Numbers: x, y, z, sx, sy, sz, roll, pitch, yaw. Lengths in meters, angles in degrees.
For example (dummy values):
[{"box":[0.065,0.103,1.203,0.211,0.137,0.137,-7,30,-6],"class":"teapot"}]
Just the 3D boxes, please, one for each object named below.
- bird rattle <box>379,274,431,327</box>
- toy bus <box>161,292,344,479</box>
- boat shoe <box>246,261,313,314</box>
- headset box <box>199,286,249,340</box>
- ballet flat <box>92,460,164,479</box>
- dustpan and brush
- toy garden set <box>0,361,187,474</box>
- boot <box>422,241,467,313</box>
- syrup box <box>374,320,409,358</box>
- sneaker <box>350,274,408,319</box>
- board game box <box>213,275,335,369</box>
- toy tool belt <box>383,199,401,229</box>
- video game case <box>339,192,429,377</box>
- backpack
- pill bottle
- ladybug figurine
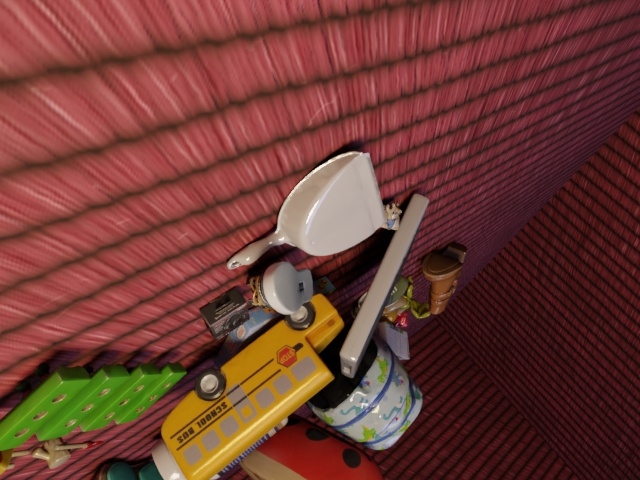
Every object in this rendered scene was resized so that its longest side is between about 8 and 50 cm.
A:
[{"box":[0.227,0.227,1.519,0.207,0.143,0.253,-11,160,-32],"class":"bird rattle"},{"box":[-0.094,0.235,0.764,0.333,0.130,0.108,-37,159,-9],"class":"toy bus"},{"box":[-0.068,0.067,0.613,0.083,0.065,0.183,-8,173,10],"class":"boat shoe"},{"box":[-0.139,0.107,0.674,0.062,0.032,0.083,-32,160,-21],"class":"headset box"},{"box":[-0.420,0.533,0.969,0.106,0.107,0.316,-28,157,-11],"class":"ballet flat"},{"box":[-0.023,-0.017,0.591,0.211,0.060,0.147,-38,141,-11],"class":"dustpan and brush"},{"box":[-0.315,0.219,0.578,0.204,0.049,0.244,-42,161,0],"class":"toy garden set"},{"box":[0.378,0.140,1.486,0.283,0.109,0.220,-32,139,-58],"class":"boot"},{"box":[0.207,0.328,1.477,0.093,0.096,0.237,-10,158,24],"class":"syrup box"},{"box":[0.171,0.154,1.273,0.192,0.064,0.086,-32,164,-13],"class":"sneaker"},{"box":[-0.084,0.157,0.867,0.211,0.039,0.160,-19,151,-43],"class":"board game box"},{"box":[0.112,-0.047,0.790,0.083,0.052,0.051,-2,106,-64],"class":"toy tool belt"},{"box":[0.123,0.108,0.931,0.329,0.036,0.300,-63,168,-18],"class":"video game case"},{"box":[0.094,0.361,1.168,0.290,0.273,0.355,-42,173,-13],"class":"backpack"},{"box":[-0.216,0.413,1.000,0.265,0.153,0.153,-34,159,-18],"class":"pill bottle"},{"box":[-0.017,0.526,1.077,0.305,0.449,0.162,41,68,-41],"class":"ladybug figurine"}]
